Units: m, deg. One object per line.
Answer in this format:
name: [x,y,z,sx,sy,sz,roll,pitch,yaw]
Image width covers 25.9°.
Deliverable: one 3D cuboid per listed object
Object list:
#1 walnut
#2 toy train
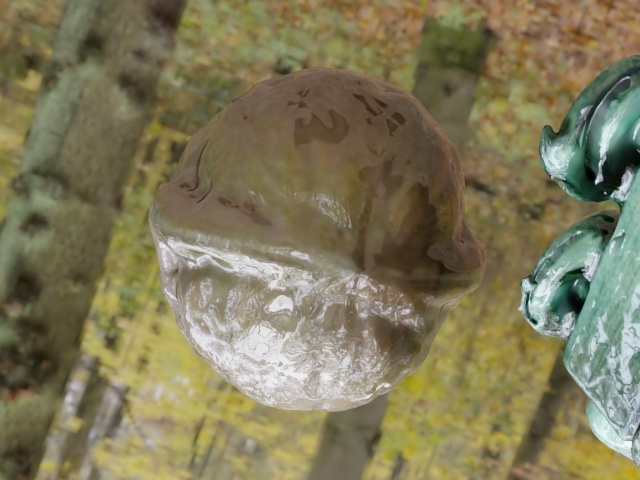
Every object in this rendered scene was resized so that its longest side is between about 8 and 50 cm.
walnut: [-0.002,-0.001,0.998,0.248,0.248,0.248,21,179,0]
toy train: [0.250,-0.003,0.814,0.238,0.299,0.167,-19,-131,-26]
